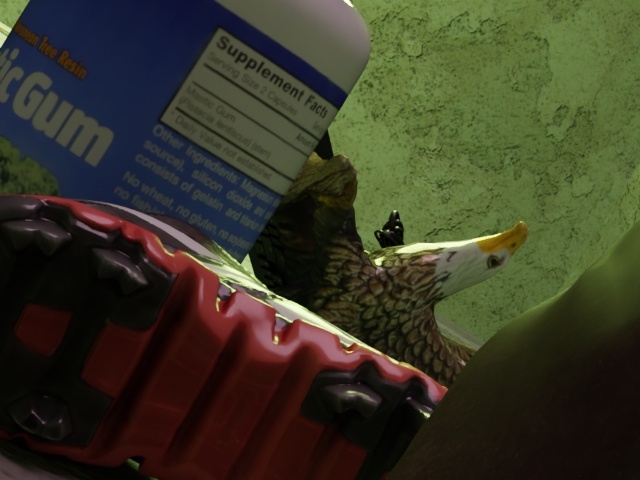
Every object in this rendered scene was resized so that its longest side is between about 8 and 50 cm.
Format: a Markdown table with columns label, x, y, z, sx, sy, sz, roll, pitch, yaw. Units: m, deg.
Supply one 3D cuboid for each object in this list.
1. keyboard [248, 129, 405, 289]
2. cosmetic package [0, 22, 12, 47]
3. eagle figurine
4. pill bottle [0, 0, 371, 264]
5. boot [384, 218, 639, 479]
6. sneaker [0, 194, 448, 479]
| label | x | y | z | sx | sy | sz | roll | pitch | yaw |
| --- | --- | --- | --- | --- | --- | --- | --- | --- | --- |
| keyboard | 0.000 | 0.000 | 1.315 | 0.201 | 0.033 | 0.317 | 26 | -30 | 30 |
| cosmetic package | -0.251 | -0.111 | 1.396 | 0.284 | 0.097 | 0.377 | 35 | 3 | 6 |
| eagle figurine | 0.053 | 0.067 | 1.110 | 0.298 | 0.225 | 0.226 | 61 | 37 | -19 |
| pill bottle | -0.072 | -0.075 | 0.790 | 0.152 | 0.272 | 0.152 | 32 | 2 | -1 |
| boot | 0.059 | 0.052 | 0.339 | 0.090 | 0.207 | 0.248 | 35 | 18 | 0 |
| sneaker | -0.029 | 0.062 | 0.653 | 0.276 | 0.097 | 0.135 | 30 | 5 | -14 |
